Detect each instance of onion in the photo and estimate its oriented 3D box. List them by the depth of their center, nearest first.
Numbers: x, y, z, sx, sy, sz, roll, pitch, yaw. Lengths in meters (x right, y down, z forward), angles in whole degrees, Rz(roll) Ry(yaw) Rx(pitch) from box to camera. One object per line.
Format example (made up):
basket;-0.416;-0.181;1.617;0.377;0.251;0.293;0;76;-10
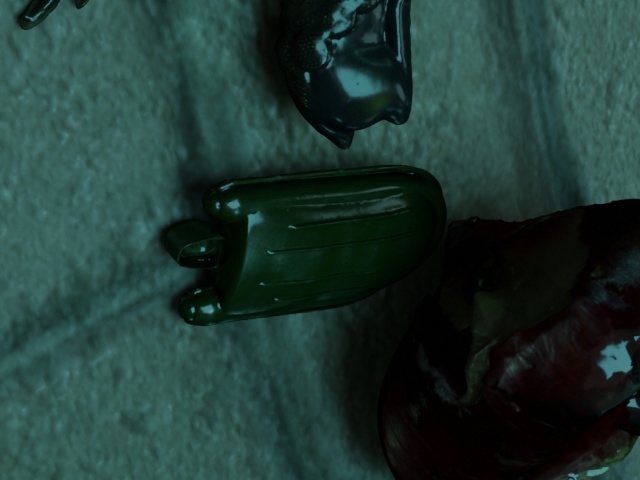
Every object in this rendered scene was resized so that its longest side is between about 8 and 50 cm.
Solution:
onion;0.142;0.058;1.123;0.272;0.195;0.272;-37;165;-12

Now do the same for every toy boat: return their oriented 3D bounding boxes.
toy boat;0.000;0.000;1.085;0.210;0.052;0.104;-9;123;-36

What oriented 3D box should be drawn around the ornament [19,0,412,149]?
ornament;-0.060;-0.139;0.987;0.236;0.080;0.202;-13;105;-37
